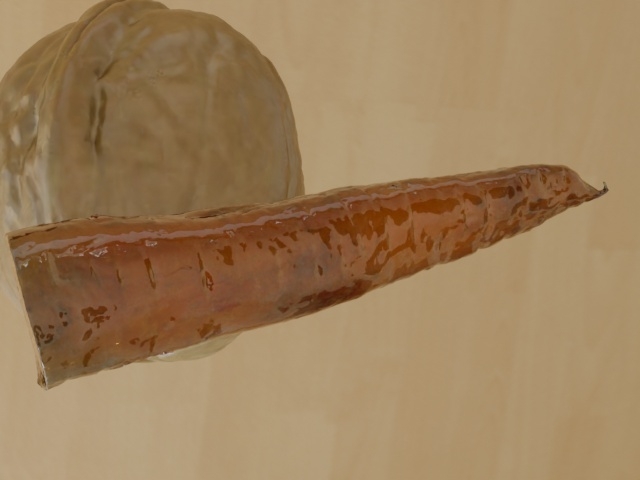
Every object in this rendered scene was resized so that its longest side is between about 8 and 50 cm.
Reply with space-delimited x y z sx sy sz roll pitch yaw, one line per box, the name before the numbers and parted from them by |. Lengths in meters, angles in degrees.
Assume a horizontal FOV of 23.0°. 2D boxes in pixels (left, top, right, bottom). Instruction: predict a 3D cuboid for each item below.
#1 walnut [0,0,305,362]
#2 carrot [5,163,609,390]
walnut | -0.151 -0.053 1.312 0.252 0.277 0.313 12 71 -29
carrot | 0.000 0.000 0.561 0.224 0.057 0.057 -13 109 -20
